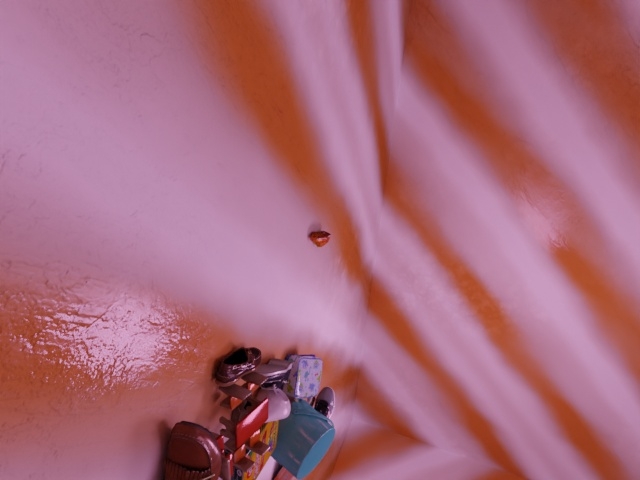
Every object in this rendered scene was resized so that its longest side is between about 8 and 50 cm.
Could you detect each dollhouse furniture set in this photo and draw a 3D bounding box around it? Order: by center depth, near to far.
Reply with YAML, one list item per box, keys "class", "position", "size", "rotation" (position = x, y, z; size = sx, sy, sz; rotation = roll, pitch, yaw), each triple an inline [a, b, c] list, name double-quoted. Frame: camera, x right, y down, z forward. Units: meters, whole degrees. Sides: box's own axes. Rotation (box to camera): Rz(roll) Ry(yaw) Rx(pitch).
- class: "dollhouse furniture set"
  position: [-0.227, 0.544, 1.241]
  size: [0.259, 0.135, 0.261]
  rotation: [-26, 122, -56]

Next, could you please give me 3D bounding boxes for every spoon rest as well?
- class: "spoon rest"
  position: [-0.180, 0.571, 1.505]
  size: [0.084, 0.137, 0.276]
  rotation: [-50, 165, 1]

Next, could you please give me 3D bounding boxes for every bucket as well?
- class: "bucket"
  position: [-0.080, 0.816, 1.803]
  size: [0.281, 0.183, 0.281]
  rotation: [-39, 146, -33]

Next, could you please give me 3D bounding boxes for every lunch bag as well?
- class: "lunch bag"
  position: [-0.075, 0.565, 1.840]
  size: [0.219, 0.090, 0.176]
  rotation: [28, 68, -58]

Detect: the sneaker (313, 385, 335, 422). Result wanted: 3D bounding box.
- class: "sneaker"
  position: [-0.004, 0.854, 2.163]
  size: [0.178, 0.124, 0.295]
  rotation: [89, 18, -61]

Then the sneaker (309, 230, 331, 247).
- class: "sneaker"
  position: [0.000, 0.000, 1.788]
  size: [0.067, 0.064, 0.175]
  rotation: [-69, 162, 8]

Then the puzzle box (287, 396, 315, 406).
- class: "puzzle box"
  position: [-0.105, 0.774, 2.056]
  size: [0.408, 0.052, 0.272]
  rotation: [85, 25, -47]

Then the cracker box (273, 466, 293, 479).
- class: "cracker box"
  position: [-0.129, 1.072, 2.094]
  size: [0.155, 0.067, 0.232]
  rotation: [-55, 166, 6]

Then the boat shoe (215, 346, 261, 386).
- class: "boat shoe"
  position: [-0.229, 0.351, 1.279]
  size: [0.207, 0.073, 0.073]
  rotation: [-23, 126, -70]

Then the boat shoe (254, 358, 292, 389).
- class: "boat shoe"
  position: [-0.165, 0.474, 1.518]
  size: [0.302, 0.114, 0.091]
  rotation: [33, 65, -72]

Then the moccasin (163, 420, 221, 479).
- class: "moccasin"
  position: [-0.331, 0.597, 1.058]
  size: [0.147, 0.139, 0.380]
  rotation: [-62, 169, -65]

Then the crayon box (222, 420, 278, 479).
- class: "crayon box"
  position: [-0.228, 0.715, 1.552]
  size: [0.318, 0.081, 0.202]
  rotation: [-43, 142, -63]

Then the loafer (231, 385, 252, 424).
- class: "loafer"
  position: [-0.248, 0.538, 1.401]
  size: [0.056, 0.050, 0.148]
  rotation: [-41, 141, -63]
